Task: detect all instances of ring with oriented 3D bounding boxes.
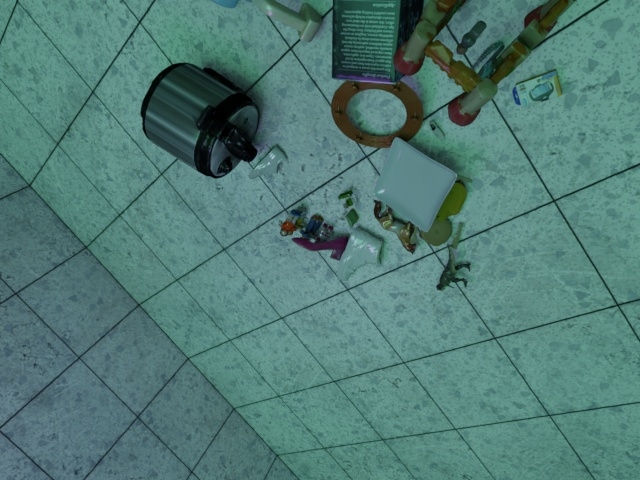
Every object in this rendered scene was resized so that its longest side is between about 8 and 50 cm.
[{"bbox_3d":[0.198,-0.447,1.585,0.336,0.032,0.337,12,148,7],"label":"ring"}]

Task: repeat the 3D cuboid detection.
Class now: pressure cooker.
[{"bbox_3d":[-0.443,-0.455,1.771,0.420,0.370,0.376,32,133,8],"label":"pressure cooker"}]

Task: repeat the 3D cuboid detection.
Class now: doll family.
[{"bbox_3d":[-0.072,-0.056,2.025,0.262,0.118,0.163,23,124,-16],"label":"doll family"}]

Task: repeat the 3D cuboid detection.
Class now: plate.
[{"bbox_3d":[0.353,-0.213,1.667,0.278,0.045,0.278,38,136,22],"label":"plate"}]

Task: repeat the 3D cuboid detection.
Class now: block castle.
[{"bbox_3d":[0.442,-0.576,1.228,0.303,0.453,0.213,41,171,-1],"label":"block castle"}]

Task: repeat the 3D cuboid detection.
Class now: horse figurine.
[{"bbox_3d":[0.322,-0.078,1.833,0.263,0.066,0.175,30,123,3],"label":"horse figurine"}]

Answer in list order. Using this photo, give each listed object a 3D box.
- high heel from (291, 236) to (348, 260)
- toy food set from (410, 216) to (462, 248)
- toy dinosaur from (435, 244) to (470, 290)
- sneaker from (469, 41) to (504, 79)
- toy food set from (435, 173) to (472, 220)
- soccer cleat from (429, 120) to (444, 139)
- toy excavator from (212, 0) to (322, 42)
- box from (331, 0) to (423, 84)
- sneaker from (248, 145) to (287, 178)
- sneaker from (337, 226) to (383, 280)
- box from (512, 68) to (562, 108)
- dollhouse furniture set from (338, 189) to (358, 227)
[{"bbox_3d":[0.000,0.000,1.964,0.243,0.082,0.117,20,94,-3],"label":"high heel"},{"bbox_3d":[0.466,-0.037,1.787,0.191,0.039,0.133,8,116,1],"label":"toy food set"},{"bbox_3d":[0.560,0.136,1.845,0.118,0.064,0.268,10,130,9],"label":"toy dinosaur"},{"bbox_3d":[0.537,-0.558,1.426,0.076,0.065,0.166,28,134,-14],"label":"sneaker"},{"bbox_3d":[0.486,-0.179,1.691,0.128,0.071,0.218,8,129,-8],"label":"toy food set"},{"bbox_3d":[0.418,-0.395,1.596,0.029,0.036,0.083,-28,105,36],"label":"soccer cleat"},{"bbox_3d":[-0.256,-0.859,1.486,0.222,0.432,0.445,-48,65,39],"label":"toy excavator"},{"bbox_3d":[0.181,-0.713,1.341,0.211,0.294,0.396,13,126,19],"label":"box"},{"bbox_3d":[-0.232,-0.319,1.948,0.094,0.080,0.212,41,129,-18],"label":"sneaker"},{"bbox_3d":[0.186,0.097,1.986,0.169,0.108,0.293,26,127,13],"label":"sneaker"},{"bbox_3d":[0.689,-0.480,1.413,0.136,0.028,0.081,-15,113,31],"label":"box"},{"bbox_3d":[0.135,-0.136,1.879,0.058,0.076,0.152,-14,113,33],"label":"dollhouse furniture set"}]
